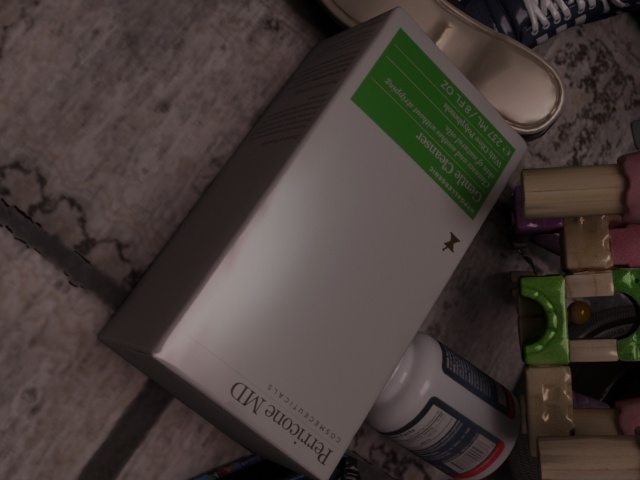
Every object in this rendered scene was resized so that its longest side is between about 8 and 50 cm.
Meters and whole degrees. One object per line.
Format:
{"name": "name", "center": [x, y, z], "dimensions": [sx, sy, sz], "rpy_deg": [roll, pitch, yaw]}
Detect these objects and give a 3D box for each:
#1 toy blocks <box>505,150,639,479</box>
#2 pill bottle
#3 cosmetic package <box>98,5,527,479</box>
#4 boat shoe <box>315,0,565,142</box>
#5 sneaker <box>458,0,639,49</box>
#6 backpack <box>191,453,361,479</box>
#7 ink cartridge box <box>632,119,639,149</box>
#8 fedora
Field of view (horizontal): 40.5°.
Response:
{"name": "toy blocks", "center": [0.316, 0.067, 0.799], "dimensions": [0.260, 0.309, 0.288], "rpy_deg": [-4, 86, 9]}
{"name": "pill bottle", "center": [0.099, 0.152, 0.853], "dimensions": [0.180, 0.108, 0.107], "rpy_deg": [36, 72, -23]}
{"name": "cosmetic package", "center": [0.000, 0.000, 0.778], "dimensions": [0.197, 0.155, 0.365], "rpy_deg": [40, 70, -23]}
{"name": "boat shoe", "center": [0.091, -0.211, 0.860], "dimensions": [0.335, 0.095, 0.112], "rpy_deg": [40, 84, 0]}
{"name": "sneaker", "center": [0.264, -0.263, 0.927], "dimensions": [0.282, 0.153, 0.099], "rpy_deg": [-27, 101, -26]}
{"name": "backpack", "center": [-0.030, 0.285, 0.773], "dimensions": [0.158, 0.117, 0.173], "rpy_deg": [-16, 96, -28]}
{"name": "ink cartridge box", "center": [0.526, -0.156, 1.038], "dimensions": [0.208, 0.206, 0.045], "rpy_deg": [-19, 102, -28]}
{"name": "fedora", "center": [0.342, 0.207, 0.948], "dimensions": [0.275, 0.244, 0.124], "rpy_deg": [-62, 143, -20]}
